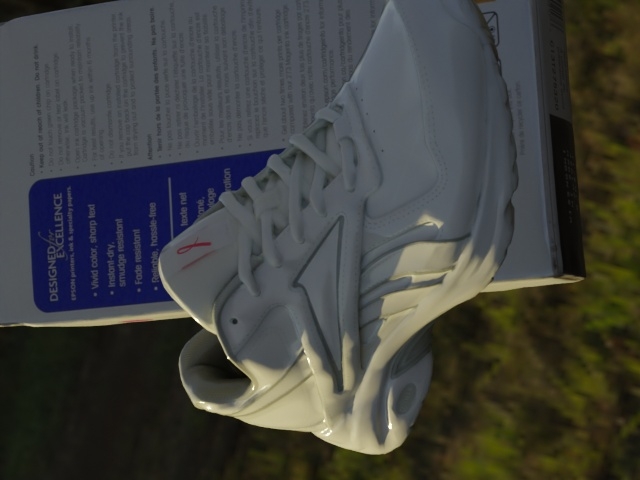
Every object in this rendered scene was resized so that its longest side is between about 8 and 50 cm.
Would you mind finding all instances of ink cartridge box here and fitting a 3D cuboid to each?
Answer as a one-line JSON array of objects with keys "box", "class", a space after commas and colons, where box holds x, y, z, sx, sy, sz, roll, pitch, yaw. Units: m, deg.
[{"box": [-0.045, -0.049, 1.060, 0.069, 0.371, 0.176, 10, -104, -68], "class": "ink cartridge box"}]

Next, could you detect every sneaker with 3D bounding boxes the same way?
[{"box": [0.000, 0.000, 0.743, 0.090, 0.115, 0.232, -107, 26, -45], "class": "sneaker"}]
